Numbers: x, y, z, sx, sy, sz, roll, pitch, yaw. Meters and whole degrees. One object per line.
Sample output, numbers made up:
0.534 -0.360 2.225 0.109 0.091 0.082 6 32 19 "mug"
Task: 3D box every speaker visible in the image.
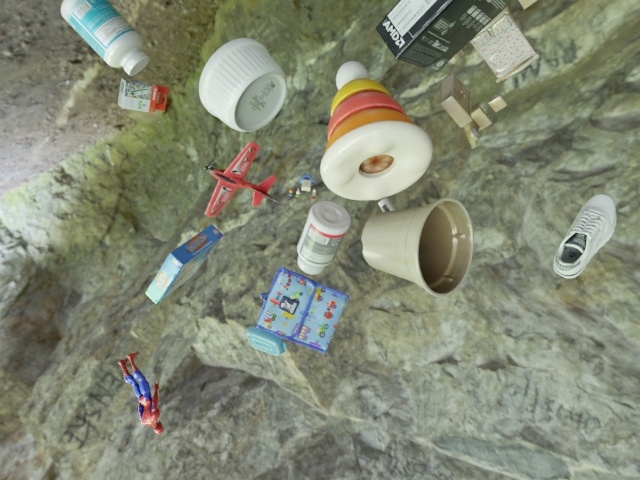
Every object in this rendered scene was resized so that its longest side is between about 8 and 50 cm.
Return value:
0.325 -0.131 1.916 0.055 0.136 0.055 -30 167 -8 "speaker"

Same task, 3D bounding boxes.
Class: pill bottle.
-0.700 -0.683 1.374 0.146 0.264 0.146 -38 -164 13 "pill bottle"
0.000 0.000 1.765 0.176 0.176 0.319 -55 172 -45 "pill bottle"

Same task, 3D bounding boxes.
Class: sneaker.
0.657 -0.019 1.024 0.090 0.094 0.235 26 -95 40 "sneaker"

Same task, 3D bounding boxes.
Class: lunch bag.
-0.083 0.236 1.467 0.138 0.293 0.221 10 -103 65 "lunch bag"

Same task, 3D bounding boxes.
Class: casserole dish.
-0.225 0.409 1.672 0.188 0.114 0.037 15 -137 25 "casserole dish"

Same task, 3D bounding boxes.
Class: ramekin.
-0.176 -0.363 1.003 0.207 0.109 0.207 -39 162 -16 "ramekin"

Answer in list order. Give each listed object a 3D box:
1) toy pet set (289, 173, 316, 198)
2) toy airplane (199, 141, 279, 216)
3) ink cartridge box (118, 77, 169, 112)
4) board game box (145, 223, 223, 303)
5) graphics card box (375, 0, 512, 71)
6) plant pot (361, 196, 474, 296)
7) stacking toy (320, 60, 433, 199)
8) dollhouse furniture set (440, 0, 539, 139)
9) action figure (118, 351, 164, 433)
-0.074 -0.242 1.842 0.114 0.122 0.065 110 -13 -70 "toy pet set"
-0.131 -0.098 0.703 0.151 0.151 0.028 -35 -133 -2 "toy airplane"
-0.412 -0.339 0.982 0.115 0.063 0.029 -7 -144 -47 "ink cartridge box"
-0.363 0.064 1.106 0.210 0.047 0.160 -45 -179 39 "board game box"
0.310 -0.512 0.823 0.371 0.094 0.232 -40 167 37 "graphics card box"
0.327 0.014 1.494 0.305 0.334 0.334 6 -136 50 "plant pot"
0.147 -0.406 1.375 0.350 0.350 0.480 -24 -122 26 "stacking toy"
0.570 -0.523 1.300 0.355 0.303 0.174 -29 -147 42 "dollhouse furniture set"
-0.246 0.215 0.582 0.038 0.115 0.030 -32 165 17 "action figure"
